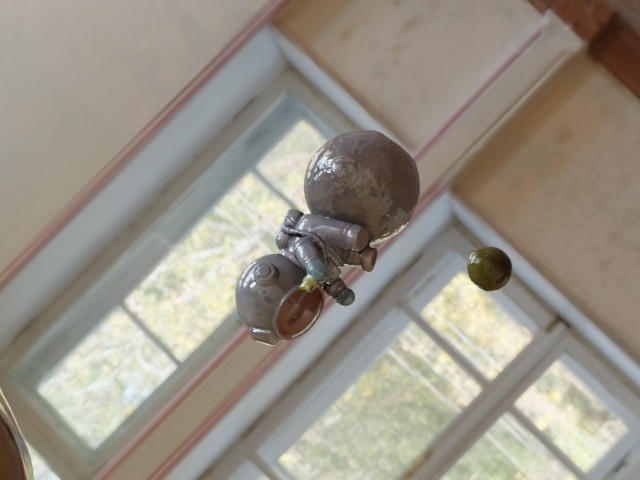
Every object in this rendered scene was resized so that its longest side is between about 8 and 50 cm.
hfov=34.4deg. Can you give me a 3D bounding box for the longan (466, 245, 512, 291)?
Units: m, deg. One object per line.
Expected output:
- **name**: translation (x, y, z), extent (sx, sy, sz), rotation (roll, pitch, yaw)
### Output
- **longan**: translation (0.254, 0.039, 1.580), extent (0.083, 0.075, 0.075), rotation (48, 180, 41)

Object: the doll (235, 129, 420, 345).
- **doll**: translation (0.000, 0.000, 1.239), extent (0.151, 0.287, 0.151), rotation (35, 166, 10)

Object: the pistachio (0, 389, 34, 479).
- **pistachio**: translation (-0.297, 0.128, 0.590), extent (0.309, 0.230, 0.230), rotation (42, 177, 20)
